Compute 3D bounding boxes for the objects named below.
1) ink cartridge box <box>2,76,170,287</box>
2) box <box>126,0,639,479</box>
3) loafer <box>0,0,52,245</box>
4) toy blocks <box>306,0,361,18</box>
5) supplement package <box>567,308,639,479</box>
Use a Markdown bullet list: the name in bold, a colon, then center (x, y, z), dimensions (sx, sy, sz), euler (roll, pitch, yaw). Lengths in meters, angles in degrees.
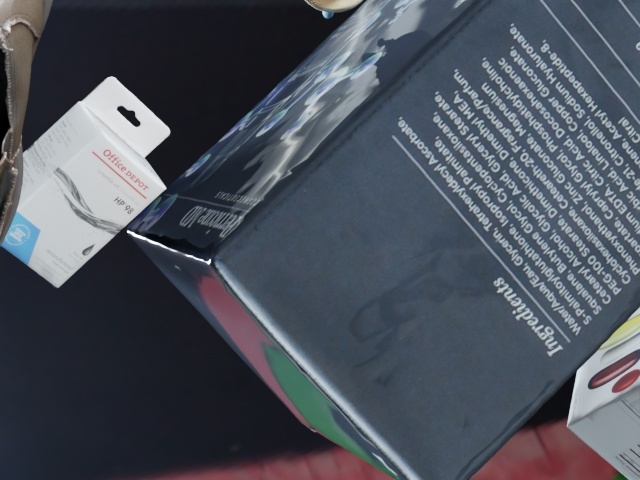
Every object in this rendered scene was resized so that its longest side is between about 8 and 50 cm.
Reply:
- **ink cartridge box**: center (-0.223, -0.054, 1.528), dimensions (0.180, 0.060, 0.104), euler (-43, -46, 4)
- **box**: center (0.101, -0.057, 1.090), dimensions (0.395, 0.293, 0.212), euler (-45, -76, -10)
- **loafer**: center (-0.306, -0.079, 1.303), dimensions (0.134, 0.130, 0.366), euler (13, -51, -6)
- **toy blocks**: center (-0.026, -0.185, 1.061), dimensions (0.123, 0.054, 0.148), euler (1, -15, -2)
- **supplement package**: center (0.472, 0.191, 2.246), dimensions (0.149, 0.194, 0.203), euler (40, -52, -16)
